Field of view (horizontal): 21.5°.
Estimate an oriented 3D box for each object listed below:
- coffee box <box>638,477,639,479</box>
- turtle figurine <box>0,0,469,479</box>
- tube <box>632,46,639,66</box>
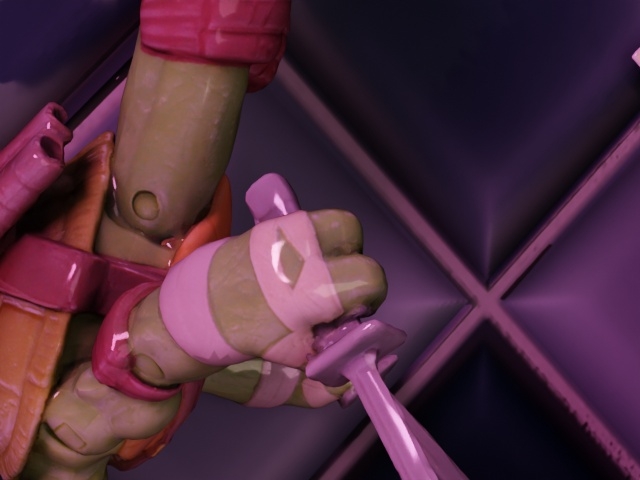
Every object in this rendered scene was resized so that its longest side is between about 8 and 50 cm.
[{"bbox_3d":[0.191,0.069,0.634,0.098,0.141,0.246,28,76,18],"label":"coffee box"},{"bbox_3d":[0.000,0.000,0.540,0.198,0.274,0.266,9,89,-59],"label":"turtle figurine"},{"bbox_3d":[0.235,-0.129,0.704,0.070,0.062,0.240,40,83,21],"label":"tube"}]
